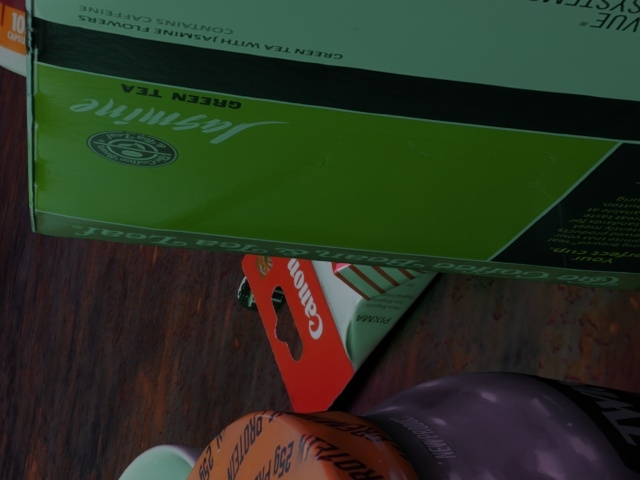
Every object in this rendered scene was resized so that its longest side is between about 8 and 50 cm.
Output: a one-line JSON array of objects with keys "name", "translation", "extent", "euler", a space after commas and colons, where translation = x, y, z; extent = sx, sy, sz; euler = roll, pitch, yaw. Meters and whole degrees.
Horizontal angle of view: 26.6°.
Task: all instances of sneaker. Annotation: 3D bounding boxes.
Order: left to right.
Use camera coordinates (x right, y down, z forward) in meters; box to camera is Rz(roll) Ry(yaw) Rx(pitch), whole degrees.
[{"name": "sneaker", "translation": [-0.037, 0.013, 1.130], "extent": [0.109, 0.040, 0.043], "euler": [-59, 20, 26]}]

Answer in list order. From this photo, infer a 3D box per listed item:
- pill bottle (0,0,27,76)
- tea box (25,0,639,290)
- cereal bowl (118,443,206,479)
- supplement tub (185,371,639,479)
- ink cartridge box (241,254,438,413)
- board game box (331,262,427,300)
[{"name": "pill bottle", "translation": [-0.225, -0.371, 1.387], "extent": [0.224, 0.224, 0.392], "euler": [-124, 41, -57]}, {"name": "tea box", "translation": [0.049, -0.131, 0.582], "extent": [0.323, 0.329, 0.219], "euler": [124, 150, -68]}, {"name": "cereal bowl", "translation": [-0.067, 0.317, 0.940], "extent": [0.339, 0.141, 0.338], "euler": [-35, 50, 56]}, {"name": "supplement tub", "translation": [0.114, 0.147, 0.424], "extent": [0.193, 0.316, 0.193], "euler": [-35, 49, 55]}, {"name": "ink cartridge box", "translation": [0.000, 0.000, 0.988], "extent": [0.232, 0.066, 0.189], "euler": [-50, 43, 30]}, {"name": "board game box", "translation": [0.067, -0.076, 0.856], "extent": [0.147, 0.045, 0.193], "euler": [-26, 52, 22]}]
